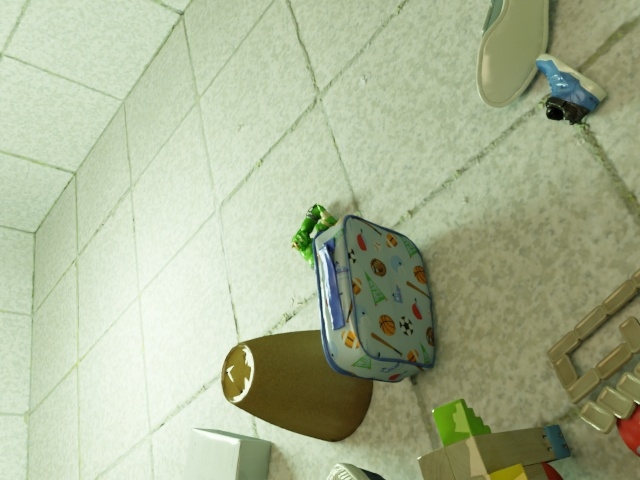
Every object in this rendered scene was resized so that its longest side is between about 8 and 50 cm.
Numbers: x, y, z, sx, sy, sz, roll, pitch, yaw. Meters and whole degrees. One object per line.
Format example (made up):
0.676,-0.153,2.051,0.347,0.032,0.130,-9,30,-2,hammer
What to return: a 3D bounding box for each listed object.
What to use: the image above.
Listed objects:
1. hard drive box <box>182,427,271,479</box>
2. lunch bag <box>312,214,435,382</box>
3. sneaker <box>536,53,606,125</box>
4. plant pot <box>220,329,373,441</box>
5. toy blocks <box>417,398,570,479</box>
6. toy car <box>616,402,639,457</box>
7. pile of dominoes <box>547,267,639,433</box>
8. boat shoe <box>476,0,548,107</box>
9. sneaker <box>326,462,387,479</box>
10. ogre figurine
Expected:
-0.230,0.554,1.551,0.232,0.089,0.180,-8,71,50,hard drive box
0.093,0.103,1.204,0.115,0.243,0.303,-33,54,39,lunch bag
0.403,-0.255,1.110,0.084,0.058,0.152,-50,50,14,sneaker
-0.066,0.284,1.322,0.237,0.255,0.237,-21,62,46,plant pot
0.287,0.406,0.863,0.191,0.261,0.381,-36,58,35,toy blocks
0.423,0.300,0.791,0.225,0.053,0.238,144,142,-77,toy car
0.444,0.148,0.904,0.251,0.040,0.196,-52,18,26,pile of dominoes
0.361,-0.400,1.212,0.099,0.116,0.319,-23,-55,-84,boat shoe
0.137,0.495,1.070,0.131,0.148,0.350,-62,29,8,sneaker
0.000,0.000,1.483,0.118,0.097,0.197,-47,58,4,ogre figurine
